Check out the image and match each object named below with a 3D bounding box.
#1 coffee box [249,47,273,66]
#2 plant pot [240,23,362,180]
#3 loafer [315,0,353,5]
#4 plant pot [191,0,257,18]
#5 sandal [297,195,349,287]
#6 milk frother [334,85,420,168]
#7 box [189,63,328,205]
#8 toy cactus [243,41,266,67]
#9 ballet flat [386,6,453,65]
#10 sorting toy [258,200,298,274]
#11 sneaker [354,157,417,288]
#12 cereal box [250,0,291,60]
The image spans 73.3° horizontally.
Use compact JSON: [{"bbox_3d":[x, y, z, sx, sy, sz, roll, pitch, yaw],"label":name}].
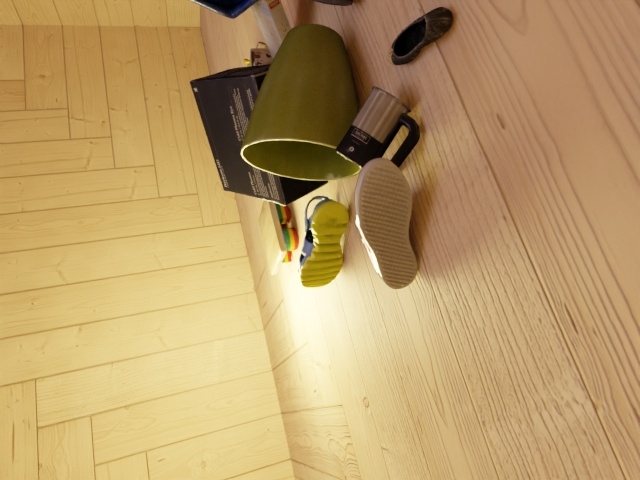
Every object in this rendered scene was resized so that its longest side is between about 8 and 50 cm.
[{"bbox_3d":[-0.147,-0.488,1.415,0.168,0.118,0.297,100,153,-44],"label":"coffee box"},{"bbox_3d":[-0.026,-0.317,0.982,0.274,0.274,0.294,161,117,-71],"label":"plant pot"},{"bbox_3d":[-0.003,-0.604,0.971,0.303,0.108,0.095,-116,29,-49],"label":"loafer"},{"bbox_3d":[-0.252,-0.729,1.053,0.235,0.235,0.213,-5,82,49],"label":"plant pot"},{"bbox_3d":[0.000,0.000,1.224,0.138,0.126,0.318,-115,33,-49],"label":"sandal"},{"bbox_3d":[0.117,-0.195,0.823,0.135,0.129,0.143,-57,-2,12],"label":"milk frother"},{"bbox_3d":[-0.172,-0.308,1.224,0.312,0.178,0.344,17,129,42],"label":"box"},{"bbox_3d":[-0.256,-0.691,1.704,0.219,0.111,0.181,-108,29,-50],"label":"toy cactus"},{"bbox_3d":[0.151,-0.338,0.712,0.173,0.049,0.058,-177,79,-71],"label":"ballet flat"},{"bbox_3d":[-0.166,-0.027,1.727,0.257,0.089,0.256,121,137,-62],"label":"sorting toy"},{"bbox_3d":[0.104,-0.051,0.833,0.161,0.102,0.282,-114,8,-52],"label":"sneaker"},{"bbox_3d":[-0.129,-0.600,1.235,0.173,0.047,0.240,52,172,39],"label":"cereal box"}]
